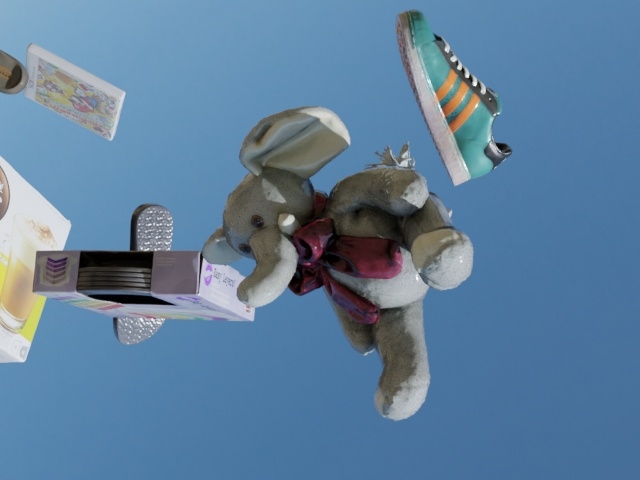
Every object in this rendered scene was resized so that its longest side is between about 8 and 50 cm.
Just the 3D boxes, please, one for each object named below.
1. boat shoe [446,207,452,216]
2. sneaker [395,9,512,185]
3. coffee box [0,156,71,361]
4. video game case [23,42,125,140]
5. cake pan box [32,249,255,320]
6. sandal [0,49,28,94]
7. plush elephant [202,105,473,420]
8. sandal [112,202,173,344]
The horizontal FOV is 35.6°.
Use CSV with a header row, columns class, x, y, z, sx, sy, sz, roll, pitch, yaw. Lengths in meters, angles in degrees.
class,x,y,z,sx,sy,sz,roll,pitch,yaw
boat shoe,0.160,-0.016,1.457,0.035,0.035,0.100,24,-127,15
sneaker,0.210,-0.235,1.560,0.121,0.302,0.108,-23,-151,5
coffee box,-0.756,0.022,1.946,0.338,0.338,0.334,-4,-124,24
video game case,-0.552,-0.326,2.222,0.026,0.227,0.206,-66,-173,-27
cake pan box,-0.243,0.065,1.428,0.245,0.267,0.070,-1,-103,12
sandal,-0.624,-0.324,1.756,0.090,0.219,0.060,-61,-171,2
plush elephant,0.000,0.000,1.133,0.255,0.272,0.330,3,-133,-11
sandal,-0.310,0.059,1.759,0.054,0.097,0.255,20,-81,55
